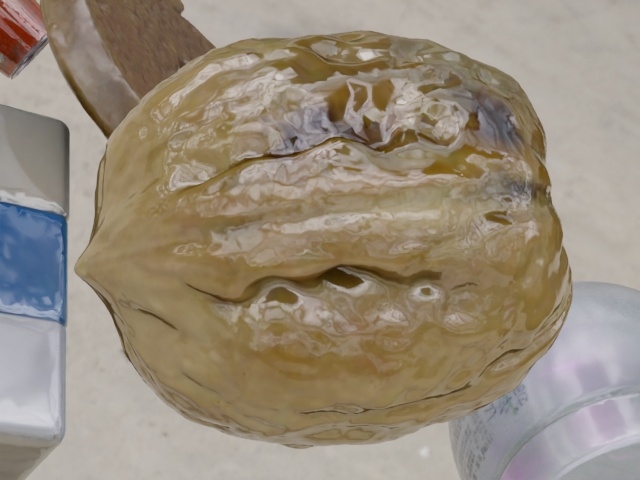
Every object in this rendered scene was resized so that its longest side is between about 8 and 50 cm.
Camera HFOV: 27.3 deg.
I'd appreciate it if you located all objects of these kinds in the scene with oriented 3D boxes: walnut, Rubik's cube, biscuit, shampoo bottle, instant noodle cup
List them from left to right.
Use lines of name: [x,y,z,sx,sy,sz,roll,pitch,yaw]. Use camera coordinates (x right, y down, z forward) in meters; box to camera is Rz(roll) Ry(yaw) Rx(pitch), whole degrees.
Rubik's cube: [-0.447,0.073,1.209,0.346,0.344,0.347,13,55,-30]
instant noodle cup: [-0.390,-0.267,1.563,0.135,0.127,0.127,43,33,-11]
biscuit: [-0.156,-0.148,1.383,0.394,0.070,0.350,39,23,-48]
walnut: [0.000,0.000,0.495,0.184,0.155,0.155,-4,43,-20]
shampoo bottle: [0.266,0.194,1.260,0.273,0.273,0.266,12,31,-19]
